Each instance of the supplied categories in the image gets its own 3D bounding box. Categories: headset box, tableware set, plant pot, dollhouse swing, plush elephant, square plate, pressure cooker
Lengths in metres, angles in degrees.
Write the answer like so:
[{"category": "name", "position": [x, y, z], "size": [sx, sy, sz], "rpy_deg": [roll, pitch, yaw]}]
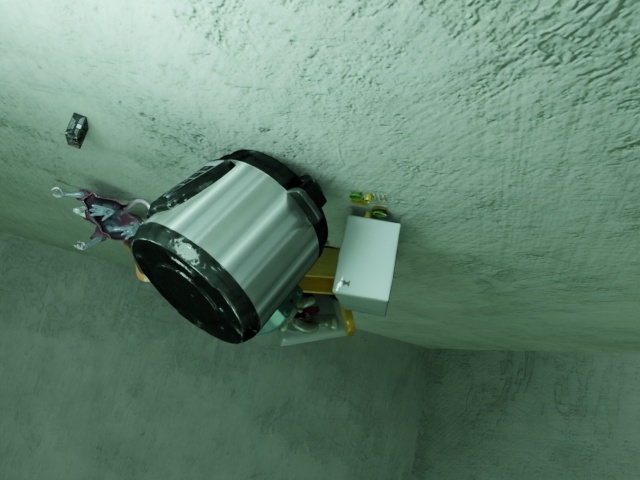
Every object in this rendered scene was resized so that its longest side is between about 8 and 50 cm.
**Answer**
[{"category": "headset box", "position": [-0.612, -0.273, 1.177], "size": [0.032, 0.062, 0.083], "rpy_deg": [20, 163, -19]}, {"category": "tableware set", "position": [0.131, -0.090, 1.275], "size": [0.103, 0.024, 0.154], "rpy_deg": [9, 164, 15]}, {"category": "plant pot", "position": [-0.221, 0.219, 1.896], "size": [0.252, 0.248, 0.247], "rpy_deg": [-12, 126, 45]}, {"category": "dollhouse swing", "position": [-0.013, 0.219, 1.895], "size": [0.314, 0.305, 0.347], "rpy_deg": [3, 164, 2]}, {"category": "plush elephant", "position": [-0.104, 0.300, 2.177], "size": [0.329, 0.272, 0.255], "rpy_deg": [-12, 166, 5]}, {"category": "square plate", "position": [-0.056, 0.367, 2.371], "size": [0.347, 0.344, 0.049], "rpy_deg": [-8, 127, -8]}, {"category": "pressure cooker", "position": [-0.191, -0.010, 1.154], "size": [0.369, 0.420, 0.376], "rpy_deg": [29, 147, 20]}]

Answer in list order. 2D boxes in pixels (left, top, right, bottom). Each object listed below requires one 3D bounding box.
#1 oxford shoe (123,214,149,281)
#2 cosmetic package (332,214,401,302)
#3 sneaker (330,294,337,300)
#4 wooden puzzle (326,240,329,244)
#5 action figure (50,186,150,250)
[{"category": "oxford shoe", "position": [-0.713, -0.003, 1.879], "size": [0.129, 0.364, 0.133], "rpy_deg": [-15, 138, -29]}, {"category": "cosmetic package", "position": [0.154, 0.101, 1.497], "size": [0.161, 0.230, 0.453], "rpy_deg": [10, 168, 10]}, {"category": "sneaker", "position": [0.099, 0.247, 2.302], "size": [0.130, 0.109, 0.286], "rpy_deg": [25, 159, -21]}, {"category": "wooden puzzle", "position": [0.000, 0.000, 1.713], "size": [0.049, 0.006, 0.083], "rpy_deg": [-2, 158, 42]}, {"category": "action figure", "position": [-0.831, -0.117, 1.783], "size": [0.275, 0.248, 0.370], "rpy_deg": [-25, -158, -33]}]
